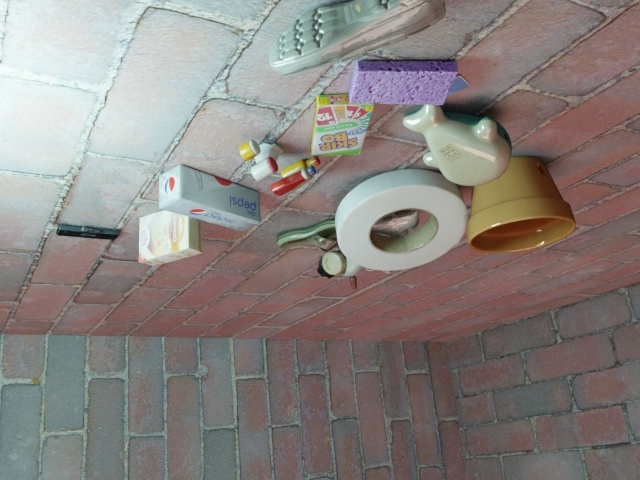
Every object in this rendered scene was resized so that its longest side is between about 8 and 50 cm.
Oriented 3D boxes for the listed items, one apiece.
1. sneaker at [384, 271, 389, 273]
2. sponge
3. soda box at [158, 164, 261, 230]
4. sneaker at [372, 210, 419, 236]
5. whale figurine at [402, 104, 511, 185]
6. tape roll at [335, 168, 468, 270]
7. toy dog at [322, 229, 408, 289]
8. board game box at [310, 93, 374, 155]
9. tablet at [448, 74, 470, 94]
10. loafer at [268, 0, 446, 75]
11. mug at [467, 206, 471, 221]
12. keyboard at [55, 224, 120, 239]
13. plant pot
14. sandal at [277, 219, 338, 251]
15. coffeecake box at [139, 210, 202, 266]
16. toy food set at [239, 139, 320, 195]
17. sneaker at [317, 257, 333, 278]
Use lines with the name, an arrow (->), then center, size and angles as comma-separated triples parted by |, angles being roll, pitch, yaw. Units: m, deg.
sneaker -> 0.246, 0.071, 2.439 | 0.106, 0.078, 0.234 | -19, 160, 27
sponge -> 0.169, -0.325, 1.339 | 0.210, 0.031, 0.117 | -1, 158, -7
soda box -> -0.292, -0.110, 1.739 | 0.091, 0.098, 0.286 | -19, 156, 37
sneaker -> 0.200, -0.046, 2.016 | 0.232, 0.090, 0.115 | -10, 137, 17
whale figurine -> 0.324, -0.247, 1.514 | 0.272, 0.141, 0.216 | 32, 146, -21
tape roll -> 0.238, -0.051, 1.904 | 0.392, 0.072, 0.392 | -4, 140, -4
toy dog -> 0.163, 0.062, 2.211 | 0.220, 0.161, 0.334 | -26, 179, -35
board game box -> 0.045, -0.259, 1.505 | 0.124, 0.039, 0.259 | -3, 163, -5
tablet -> 0.276, -0.330, 1.399 | 0.083, 0.006, 0.054 | -18, 157, 33
loafer -> 0.060, -0.355, 1.115 | 0.319, 0.112, 0.111 | -15, 150, 25
mug -> 0.491, -0.071, 2.107 | 0.062, 0.064, 0.078 | 6, 158, -31
keyboard -> -0.708, -0.029, 1.979 | 0.180, 0.023, 0.108 | 5, 165, -28
plant pot -> 0.546, -0.104, 1.820 | 0.291, 0.203, 0.291 | -5, 160, -2
sandal -> 0.000, 0.001, 2.147 | 0.303, 0.086, 0.120 | -14, 159, 24
coffeecake box -> -0.441, -0.016, 1.900 | 0.185, 0.142, 0.068 | -15, 158, 25
toy food set -> -0.087, -0.184, 1.574 | 0.104, 0.111, 0.232 | -26, 153, 20
sneaker -> 0.020, 0.112, 2.524 | 0.089, 0.051, 0.170 | -22, 159, 28
